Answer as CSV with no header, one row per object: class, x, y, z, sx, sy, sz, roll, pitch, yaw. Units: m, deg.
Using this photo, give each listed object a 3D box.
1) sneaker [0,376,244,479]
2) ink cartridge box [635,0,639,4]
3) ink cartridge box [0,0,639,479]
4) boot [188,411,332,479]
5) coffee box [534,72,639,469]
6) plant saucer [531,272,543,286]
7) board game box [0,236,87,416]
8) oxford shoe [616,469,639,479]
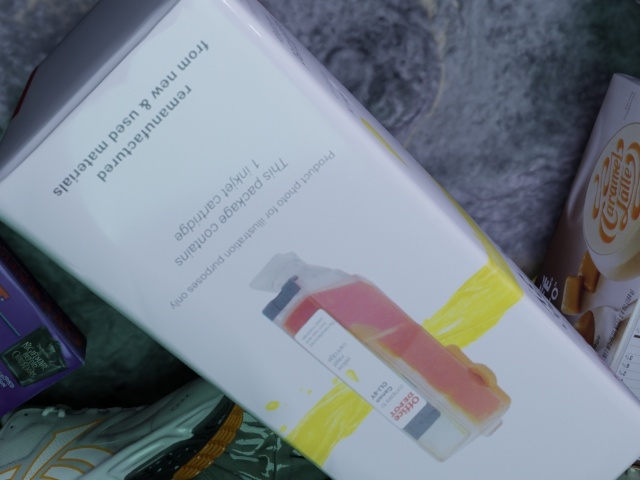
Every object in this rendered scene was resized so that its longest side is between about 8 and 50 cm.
sneaker,-0.184,0.157,0.782,0.262,0.121,0.099,-32,157,1
ink cartridge box,0.347,-0.180,0.707,0.233,0.171,0.168,35,102,-21
ink cartridge box,0.000,0.000,0.662,0.160,0.279,0.385,-44,113,8
boot,0.001,0.213,0.858,0.246,0.083,0.161,19,101,-18
coffee box,0.236,0.022,0.737,0.098,0.141,0.246,12,110,-14
plant saucer,0.284,0.036,0.851,0.188,0.045,0.188,-40,113,8
board game box,-0.354,0.009,0.730,0.208,0.056,0.347,-35,113,0
oxford shoe,0.216,0.315,0.902,0.449,0.169,0.130,-47,155,18
